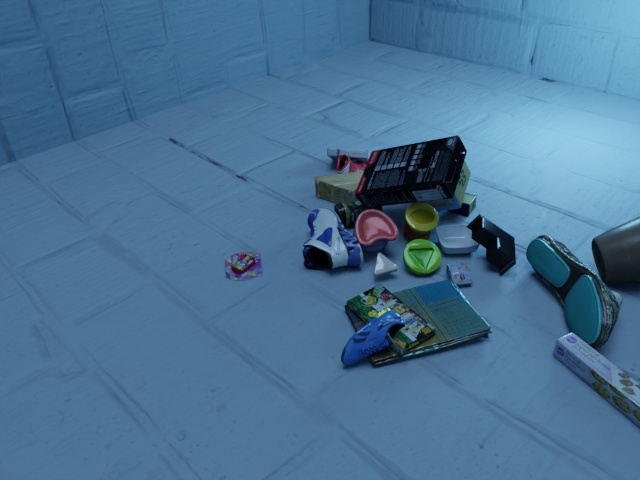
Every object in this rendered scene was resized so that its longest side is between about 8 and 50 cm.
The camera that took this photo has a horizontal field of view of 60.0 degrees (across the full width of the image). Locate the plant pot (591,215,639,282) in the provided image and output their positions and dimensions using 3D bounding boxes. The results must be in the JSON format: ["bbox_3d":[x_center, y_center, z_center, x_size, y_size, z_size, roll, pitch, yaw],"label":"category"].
[{"bbox_3d":[1.009,0.039,1.768,0.229,0.263,0.263,-15,33,14],"label":"plant pot"}]

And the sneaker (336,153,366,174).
[{"bbox_3d":[0.140,-0.332,2.437,0.087,0.128,0.221,13,38,22],"label":"sneaker"}]

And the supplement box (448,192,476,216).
[{"bbox_3d":[0.564,-0.146,2.198,0.083,0.056,0.083,18,41,28],"label":"supplement box"}]

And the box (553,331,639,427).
[{"bbox_3d":[0.753,0.368,1.441,0.063,0.067,0.324,-18,38,-21],"label":"box"}]

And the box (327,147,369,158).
[{"bbox_3d":[0.135,-0.391,2.540,0.186,0.038,0.145,4,2,11],"label":"box"}]

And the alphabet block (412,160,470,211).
[{"bbox_3d":[0.450,-0.245,2.157,0.192,0.193,0.197,-6,44,36],"label":"alphabet block"}]

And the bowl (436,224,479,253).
[{"bbox_3d":[0.492,0.002,1.996,0.142,0.053,0.142,-4,34,-1],"label":"bowl"}]

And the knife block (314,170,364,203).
[{"bbox_3d":[0.146,-0.238,2.339,0.276,0.088,0.242,20,40,30],"label":"knife block"}]

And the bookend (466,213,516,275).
[{"bbox_3d":[0.581,0.014,1.892,0.156,0.072,0.157,33,37,-8],"label":"bookend"}]

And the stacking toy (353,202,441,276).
[{"bbox_3d":[0.274,0.021,1.972,0.309,0.130,0.279,-5,62,-8],"label":"stacking toy"}]

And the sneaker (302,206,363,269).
[{"bbox_3d":[0.001,0.001,1.974,0.182,0.127,0.315,-16,38,-21],"label":"sneaker"}]

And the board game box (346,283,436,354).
[{"bbox_3d":[0.207,0.230,1.658,0.136,0.030,0.260,-26,40,-23],"label":"board game box"}]

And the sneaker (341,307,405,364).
[{"bbox_3d":[0.148,0.281,1.546,0.209,0.069,0.082,-43,46,-5],"label":"sneaker"}]

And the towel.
[{"bbox_3d":[0.287,0.242,1.686,0.370,0.040,0.271,-13,35,-10],"label":"towel"}]

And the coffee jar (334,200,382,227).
[{"bbox_3d":[0.144,-0.108,2.146,0.184,0.096,0.079,-11,33,-10],"label":"coffee jar"}]

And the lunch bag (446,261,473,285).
[{"bbox_3d":[0.463,0.113,1.842,0.071,0.053,0.083,-6,44,-1],"label":"lunch bag"}]

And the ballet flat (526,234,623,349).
[{"bbox_3d":[0.805,0.146,1.697,0.182,0.164,0.483,12,31,-14],"label":"ballet flat"}]

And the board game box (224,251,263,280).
[{"bbox_3d":[-0.275,0.078,1.969,0.133,0.033,0.168,-7,35,-6],"label":"board game box"}]

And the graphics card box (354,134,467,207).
[{"bbox_3d":[0.326,-0.246,2.018,0.371,0.094,0.232,-6,49,39],"label":"graphics card box"}]
